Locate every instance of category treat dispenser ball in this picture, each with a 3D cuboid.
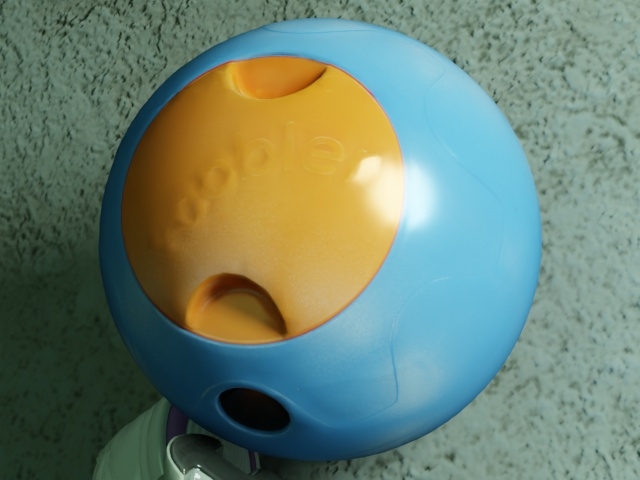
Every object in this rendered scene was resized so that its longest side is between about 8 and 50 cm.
[{"bbox_3d":[0.000,0.000,1.249,0.288,0.288,0.288,-14,60,26],"label":"treat dispenser ball"}]

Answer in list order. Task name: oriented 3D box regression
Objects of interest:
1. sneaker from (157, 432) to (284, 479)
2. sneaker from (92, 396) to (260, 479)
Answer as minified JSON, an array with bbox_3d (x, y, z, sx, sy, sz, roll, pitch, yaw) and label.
[{"bbox_3d":[0.009,0.271,1.185,0.330,0.122,0.146,35,104,14],"label":"sneaker"},{"bbox_3d":[-0.107,0.261,1.319,0.152,0.114,0.305,-28,53,42],"label":"sneaker"}]
